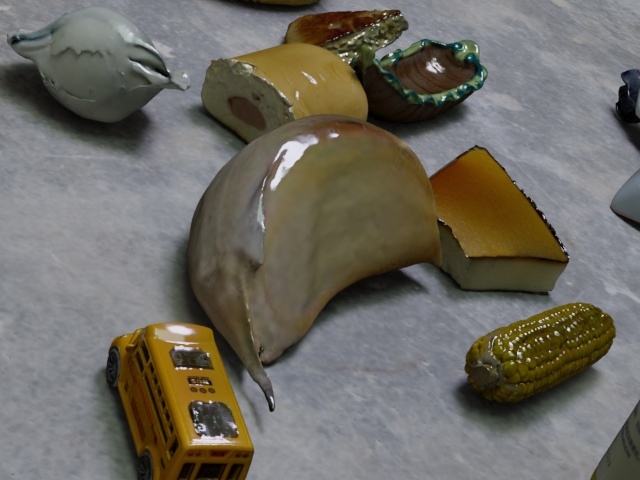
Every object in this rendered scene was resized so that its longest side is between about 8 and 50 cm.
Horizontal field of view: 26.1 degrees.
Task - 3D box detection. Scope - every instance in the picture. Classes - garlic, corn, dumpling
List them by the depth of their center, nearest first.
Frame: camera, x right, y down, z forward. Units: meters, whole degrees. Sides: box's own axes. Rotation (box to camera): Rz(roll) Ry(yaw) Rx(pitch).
[{"bbox_3d":[-0.015,-0.006,1.191,0.196,0.151,0.338,44,34,8],"label":"garlic"},{"bbox_3d":[0.200,0.099,1.238,0.068,0.068,0.207,41,32,27],"label":"corn"},{"bbox_3d":[-0.211,-0.170,1.349,0.188,0.108,0.127,14,2,10],"label":"dumpling"}]

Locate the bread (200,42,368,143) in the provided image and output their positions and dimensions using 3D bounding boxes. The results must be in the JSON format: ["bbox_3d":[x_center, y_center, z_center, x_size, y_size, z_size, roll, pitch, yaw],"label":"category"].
[{"bbox_3d":[-0.031,-0.155,1.459,0.134,0.085,0.173,36,32,19],"label":"bread"}]

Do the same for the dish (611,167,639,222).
[{"bbox_3d":[0.466,-0.039,1.609,0.212,0.077,0.151,36,45,20],"label":"dish"}]

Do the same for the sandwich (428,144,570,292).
[{"bbox_3d":[0.141,-0.028,1.407,0.162,0.058,0.193,3,38,-31],"label":"sandwich"}]

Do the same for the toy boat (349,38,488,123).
[{"bbox_3d":[0.099,-0.187,1.598,0.108,0.099,0.293,34,24,20],"label":"toy boat"}]

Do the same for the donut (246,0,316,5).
[{"bbox_3d":[-0.102,-0.402,1.782,0.303,0.110,0.303,20,30,-12],"label":"donut"}]

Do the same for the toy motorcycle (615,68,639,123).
[{"bbox_3d":[0.477,-0.164,1.768,0.091,0.157,0.263,4,37,-34],"label":"toy motorcycle"}]

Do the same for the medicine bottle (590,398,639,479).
[{"bbox_3d":[0.309,0.150,1.086,0.122,0.212,0.122,18,31,-11],"label":"medicine bottle"}]

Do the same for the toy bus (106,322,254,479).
[{"bbox_3d":[-0.101,0.114,0.992,0.070,0.074,0.162,5,36,-27],"label":"toy bus"}]

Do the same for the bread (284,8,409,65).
[{"bbox_3d":[0.011,-0.225,1.605,0.154,0.054,0.136,-2,25,30],"label":"bread"}]
